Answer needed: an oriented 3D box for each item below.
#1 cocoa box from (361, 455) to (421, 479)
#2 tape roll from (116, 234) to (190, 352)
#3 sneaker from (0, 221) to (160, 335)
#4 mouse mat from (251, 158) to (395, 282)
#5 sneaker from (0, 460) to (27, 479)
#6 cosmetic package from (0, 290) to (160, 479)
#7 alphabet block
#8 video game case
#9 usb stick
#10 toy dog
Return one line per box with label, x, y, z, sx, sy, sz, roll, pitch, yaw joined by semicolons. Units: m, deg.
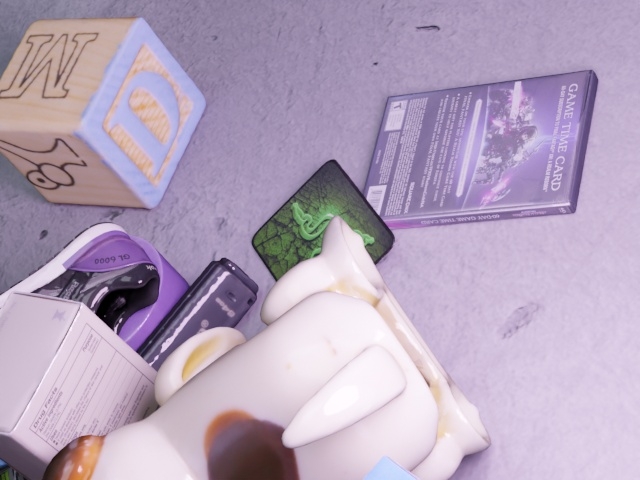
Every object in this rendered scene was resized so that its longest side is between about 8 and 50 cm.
cocoa box;0.116;0.388;1.305;0.231;0.347;0.228;-47;45;-9
tape roll;-0.257;0.092;1.968;0.189;0.080;0.189;-18;48;21
sneaker;-0.314;0.106;1.867;0.283;0.107;0.124;-44;51;-5
mouse mat;0.000;0.000;1.908;0.152;0.007;0.189;-45;44;9
sneaker;-0.364;0.296;1.897;0.188;0.067;0.078;-14;70;22
cosmetic package;-0.243;0.203;1.706;0.113;0.309;0.160;8;60;37
alphabet block;-0.305;-0.171;2.130;0.197;0.192;0.193;5;57;34
video game case;0.185;-0.106;1.880;0.274;0.026;0.196;-4;54;29
usb stick;-0.180;0.143;1.884;0.278;0.077;0.045;-51;16;-13
toy dog;-0.064;0.227;1.549;0.408;0.284;0.395;-35;10;8
